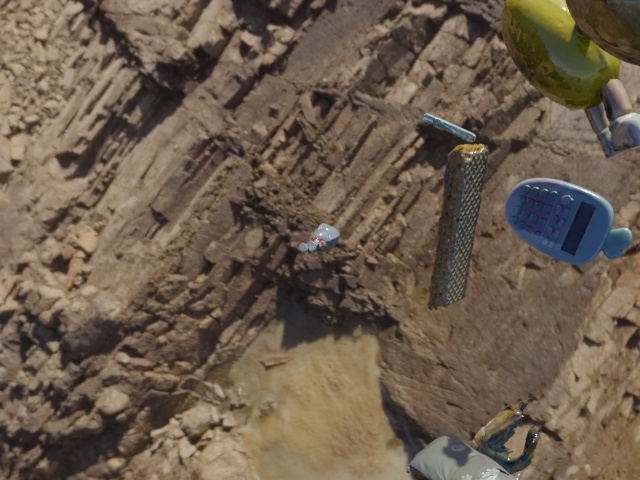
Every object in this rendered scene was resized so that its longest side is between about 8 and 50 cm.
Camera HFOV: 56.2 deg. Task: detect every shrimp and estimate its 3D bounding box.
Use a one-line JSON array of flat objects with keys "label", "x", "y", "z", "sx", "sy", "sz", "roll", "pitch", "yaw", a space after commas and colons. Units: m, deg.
[{"label": "shrimp", "x": 0.505, "y": 0.527, "z": 1.578, "sx": 0.145, "sy": 0.059, "sz": 0.254, "roll": 47, "pitch": 107, "yaw": 19}]

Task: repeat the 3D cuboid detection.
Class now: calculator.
[{"label": "calculator", "x": 0.589, "y": -0.045, "z": 1.442, "sx": 0.299, "sy": 0.041, "sz": 0.185, "roll": 27, "pitch": 118, "yaw": 28}]

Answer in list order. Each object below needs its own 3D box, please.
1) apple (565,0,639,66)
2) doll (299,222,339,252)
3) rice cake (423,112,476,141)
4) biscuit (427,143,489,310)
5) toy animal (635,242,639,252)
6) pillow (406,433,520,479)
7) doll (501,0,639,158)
[{"label": "apple", "x": 0.361, "y": -0.285, "z": 0.615, "sx": 0.188, "sy": 0.211, "sz": 0.211, "roll": 21, "pitch": 80, "yaw": -2}, {"label": "doll", "x": 0.000, "y": 0.000, "z": 1.647, "sx": 0.094, "sy": 0.180, "sz": 0.079, "roll": -14, "pitch": 99, "yaw": 29}, {"label": "rice cake", "x": 0.276, "y": -0.241, "z": 1.284, "sx": 0.121, "sy": 0.022, "sz": 0.021, "roll": 25, "pitch": 111, "yaw": 7}, {"label": "biscuit", "x": 0.298, "y": -0.023, "z": 1.312, "sx": 0.054, "sy": 0.094, "sz": 0.378, "roll": 20, "pitch": 113, "yaw": 40}, {"label": "toy animal", "x": 0.918, "y": 0.005, "z": 1.671, "sx": 0.084, "sy": 0.028, "sz": 0.050, "roll": -49, "pitch": 20, "yaw": -9}, {"label": "pillow", "x": 0.312, "y": 0.519, "z": 1.354, "sx": 0.169, "sy": 0.059, "sz": 0.255, "roll": -31, "pitch": 19, "yaw": -20}, {"label": "doll", "x": 0.517, "y": -0.338, "z": 1.183, "sx": 0.161, "sy": 0.423, "sz": 0.348, "roll": -34, "pitch": 21, "yaw": 0}]
